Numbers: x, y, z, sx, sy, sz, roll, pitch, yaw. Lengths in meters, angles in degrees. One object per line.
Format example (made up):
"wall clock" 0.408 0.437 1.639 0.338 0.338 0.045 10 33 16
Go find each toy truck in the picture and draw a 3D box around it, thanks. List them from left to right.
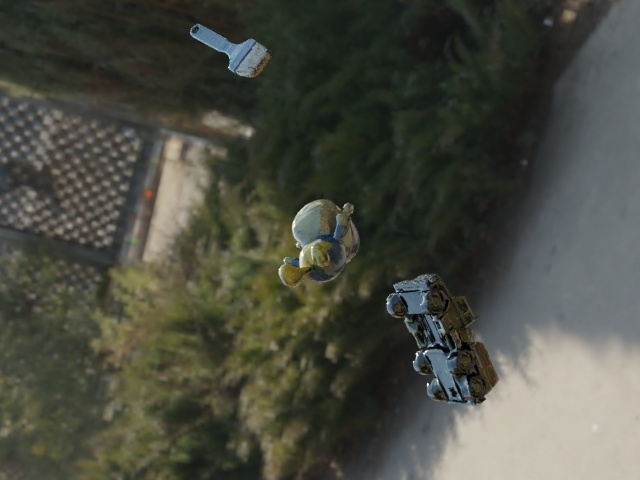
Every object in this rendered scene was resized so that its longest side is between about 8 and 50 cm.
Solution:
"toy truck" 0.236 0.176 2.258 0.127 0.257 0.127 -38 16 -30

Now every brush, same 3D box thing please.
"brush" -0.127 -0.261 1.640 0.164 0.014 0.051 34 85 42

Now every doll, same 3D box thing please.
"doll" 0.000 0.000 1.458 0.102 0.089 0.179 -35 2 19
